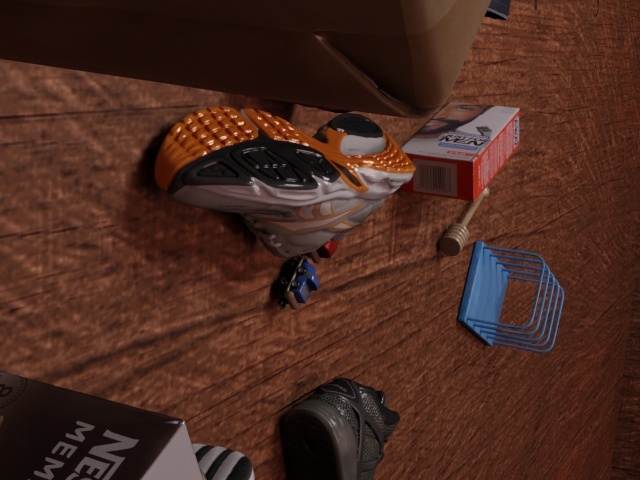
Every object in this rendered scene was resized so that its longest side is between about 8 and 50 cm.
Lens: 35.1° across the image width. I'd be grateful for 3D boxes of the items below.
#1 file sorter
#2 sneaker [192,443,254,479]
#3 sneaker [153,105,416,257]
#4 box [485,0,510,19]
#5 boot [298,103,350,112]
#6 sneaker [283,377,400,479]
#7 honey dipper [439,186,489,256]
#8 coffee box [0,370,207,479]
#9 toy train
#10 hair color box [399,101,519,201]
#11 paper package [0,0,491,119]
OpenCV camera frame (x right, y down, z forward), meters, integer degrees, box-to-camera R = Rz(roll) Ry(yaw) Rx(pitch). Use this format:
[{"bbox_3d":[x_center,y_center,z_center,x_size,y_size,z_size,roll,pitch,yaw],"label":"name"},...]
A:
[{"bbox_3d":[0.281,0.087,1.468,0.170,0.104,0.118,38,64,-61],"label":"file sorter"},{"bbox_3d":[-0.120,0.290,0.720,0.281,0.106,0.162,-48,142,-49],"label":"sneaker"},{"bbox_3d":[-0.033,-0.031,0.805,0.262,0.099,0.121,-3,135,-49],"label":"sneaker"},{"bbox_3d":[0.088,-0.283,0.892,0.093,0.156,0.158,-7,105,-62],"label":"box"},{"bbox_3d":[0.011,-0.259,0.813,0.115,0.112,0.305,0,101,-53],"label":"boot"},{"bbox_3d":[0.033,0.237,1.029,0.130,0.087,0.227,-36,125,-47],"label":"sneaker"},{"bbox_3d":[0.196,-0.030,1.343,0.160,0.030,0.030,-50,141,-51],"label":"honey dipper"},{"bbox_3d":[-0.192,0.206,0.468,0.297,0.168,0.119,-53,143,-43],"label":"coffee box"},{"bbox_3d":[0.000,0.000,0.941,0.158,0.036,0.027,-64,149,-31],"label":"toy train"},{"bbox_3d":[0.163,-0.107,1.175,0.167,0.093,0.053,-44,136,-52],"label":"hair color box"},{"bbox_3d":[-0.042,-0.239,0.459,0.168,0.309,0.325,69,39,-50],"label":"paper package"}]
